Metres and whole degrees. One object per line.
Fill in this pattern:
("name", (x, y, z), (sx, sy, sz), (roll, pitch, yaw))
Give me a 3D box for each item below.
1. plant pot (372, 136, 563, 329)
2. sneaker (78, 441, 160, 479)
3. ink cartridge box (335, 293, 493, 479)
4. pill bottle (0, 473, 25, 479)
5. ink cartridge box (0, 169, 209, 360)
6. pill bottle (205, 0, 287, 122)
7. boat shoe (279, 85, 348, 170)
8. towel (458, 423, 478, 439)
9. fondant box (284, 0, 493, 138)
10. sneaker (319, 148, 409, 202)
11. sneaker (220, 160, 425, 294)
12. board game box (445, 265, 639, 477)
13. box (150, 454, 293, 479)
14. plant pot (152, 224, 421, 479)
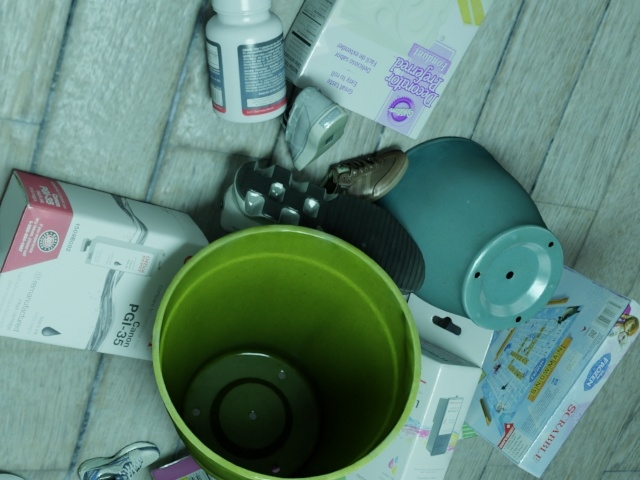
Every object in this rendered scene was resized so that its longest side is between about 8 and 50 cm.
("plant pot", (0.245, 0.007, 1.746), (0.271, 0.255, 0.272), (-13, 122, -22))
("sneaker", (-0.323, 0.377, 1.780), (0.135, 0.058, 0.052), (-19, 124, -18))
("ink cartridge box", (0.132, 0.268, 1.823), (0.119, 0.207, 0.354), (12, 98, -45))
("pill bottle", (-0.525, 0.477, 1.688), (0.124, 0.124, 0.222), (27, 103, -36))
("ink cartridge box", (-0.326, 0.042, 1.552), (0.283, 0.117, 0.207), (14, 109, -33))
("pill bottle", (-0.103, -0.264, 1.504), (0.107, 0.108, 0.180), (-14, 123, -20))
("boat shoe", (-0.016, -0.168, 1.577), (0.079, 0.227, 0.081), (-39, 86, -14))
("towel", (0.276, 0.281, 2.053), (0.324, 0.038, 0.248), (-5, 118, -25))
("fondant box", (0.114, -0.342, 1.582), (0.238, 0.096, 0.330), (20, 107, -34))
("sneaker", (0.053, -0.094, 1.708), (0.188, 0.066, 0.071), (-37, 126, -5))
("sneaker", (0.000, 0.000, 1.661), (0.330, 0.122, 0.146), (28, 143, -9))
("board game box", (0.341, 0.184, 1.831), (0.066, 0.318, 0.319), (36, 90, -35))
("box", (-0.143, 0.466, 1.829), (0.213, 0.117, 0.243), (-20, 123, -16))
("plant pot", (-0.078, 0.215, 1.610), (0.366, 0.367, 0.353), (-16, 161, -19))
